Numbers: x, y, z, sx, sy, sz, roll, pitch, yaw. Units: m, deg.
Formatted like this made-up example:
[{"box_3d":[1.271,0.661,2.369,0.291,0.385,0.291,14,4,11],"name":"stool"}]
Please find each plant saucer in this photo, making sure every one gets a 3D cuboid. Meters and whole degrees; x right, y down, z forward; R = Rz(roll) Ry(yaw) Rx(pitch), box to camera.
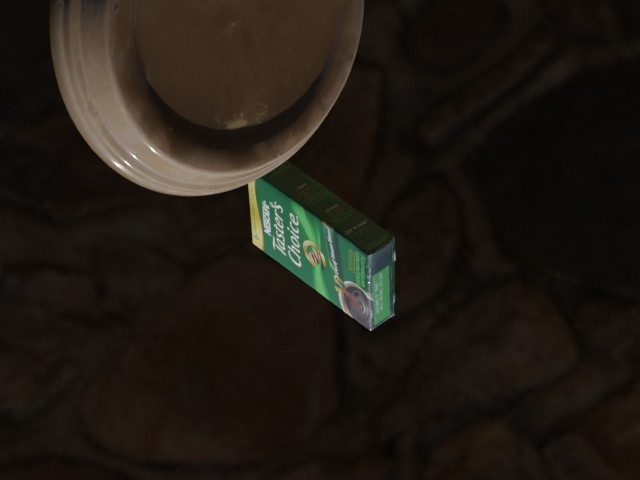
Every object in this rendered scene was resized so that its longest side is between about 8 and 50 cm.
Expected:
[{"box_3d":[-0.068,-0.164,1.352,0.278,0.041,0.278,-14,112,-38],"name":"plant saucer"}]

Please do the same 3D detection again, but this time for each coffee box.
[{"box_3d":[0.000,0.000,1.900,0.040,0.184,0.113,-33,143,-28],"name":"coffee box"}]
